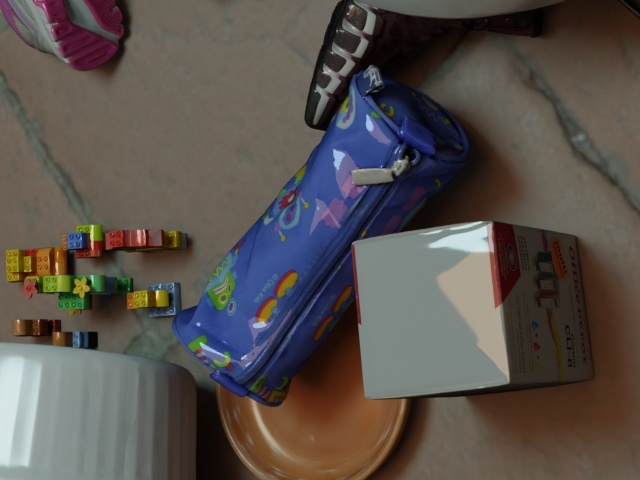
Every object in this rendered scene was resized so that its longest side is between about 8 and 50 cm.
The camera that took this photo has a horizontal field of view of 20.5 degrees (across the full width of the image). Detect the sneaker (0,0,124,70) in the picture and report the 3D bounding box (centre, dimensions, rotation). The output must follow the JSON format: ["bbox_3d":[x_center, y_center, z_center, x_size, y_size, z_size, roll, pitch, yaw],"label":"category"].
[{"bbox_3d":[-0.288,-0.279,1.695,0.111,0.103,0.252,4,118,47],"label":"sneaker"}]

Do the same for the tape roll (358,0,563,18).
[{"bbox_3d":[0.123,-0.353,1.363,0.392,0.072,0.392,-8,66,17],"label":"tape roll"}]

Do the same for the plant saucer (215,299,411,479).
[{"bbox_3d":[-0.003,0.127,1.572,0.200,0.037,0.199,-2,87,31],"label":"plant saucer"}]

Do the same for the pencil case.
[{"bbox_3d":[0.000,0.000,1.482,0.119,0.133,0.306,33,108,-11],"label":"pencil case"}]

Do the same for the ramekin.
[{"bbox_3d":[-0.239,0.171,1.584,0.277,0.277,0.135,-1,78,32],"label":"ramekin"}]

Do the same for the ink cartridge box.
[{"bbox_3d":[0.124,0.059,1.418,0.127,0.176,0.128,-10,82,28],"label":"ink cartridge box"}]

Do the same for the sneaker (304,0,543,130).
[{"bbox_3d":[0.097,-0.179,1.498,0.163,0.106,0.281,21,131,-7],"label":"sneaker"}]

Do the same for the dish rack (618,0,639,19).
[{"bbox_3d":[0.318,-0.293,1.384,0.208,0.074,0.271,46,108,24],"label":"dish rack"}]

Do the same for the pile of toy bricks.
[{"bbox_3d":[-0.236,0.043,1.681,0.212,0.105,0.118,-6,84,31],"label":"pile of toy bricks"}]
